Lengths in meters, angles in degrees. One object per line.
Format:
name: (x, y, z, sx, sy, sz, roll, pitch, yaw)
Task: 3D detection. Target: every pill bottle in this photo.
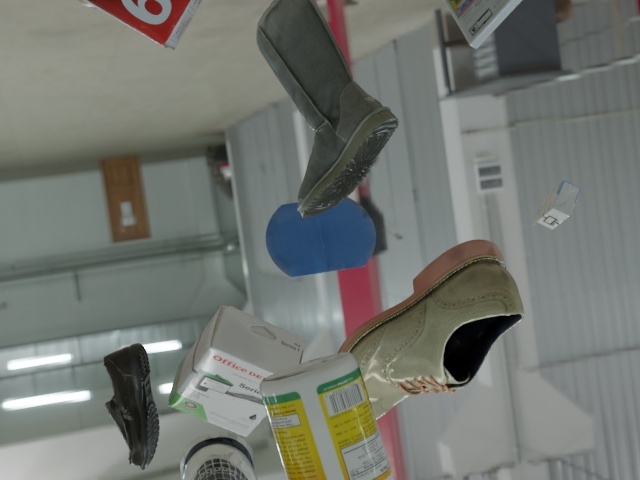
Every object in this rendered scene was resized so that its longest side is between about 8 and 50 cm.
pill bottle: (0.015, 0.242, 1.168, 0.118, 0.208, 0.117, -18, 180, 0)

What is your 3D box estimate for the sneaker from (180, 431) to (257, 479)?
sneaker: (-0.073, 0.289, 0.901, 0.090, 0.235, 0.095, -17, -166, -8)

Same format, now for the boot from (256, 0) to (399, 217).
boot: (-0.017, -0.157, 1.182, 0.076, 0.208, 0.189, -14, 149, -52)

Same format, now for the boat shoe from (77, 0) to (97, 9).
boat shoe: (-0.208, -0.434, 1.434, 0.324, 0.116, 0.097, -45, 146, 11)

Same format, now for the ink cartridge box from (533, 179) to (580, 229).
ink cartridge box: (0.338, -0.048, 1.481, 0.028, 0.048, 0.083, 27, 162, -1)

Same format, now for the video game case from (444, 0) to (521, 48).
video game case: (0.327, -0.488, 1.924, 0.023, 0.193, 0.212, 25, 121, -34)

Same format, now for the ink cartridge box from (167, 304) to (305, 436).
ink cartridge box: (-0.144, 0.224, 1.749, 0.160, 0.092, 0.219, 24, 138, -12)

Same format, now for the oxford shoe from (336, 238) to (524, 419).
oxford shoe: (0.141, 0.176, 1.528, 0.140, 0.146, 0.397, 14, 127, -36)

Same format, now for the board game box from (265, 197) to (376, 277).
board game box: (0.000, 0.000, 1.587, 0.169, 0.133, 0.033, -9, 148, -5)

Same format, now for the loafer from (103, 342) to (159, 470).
loafer: (-0.326, 0.284, 1.760, 0.078, 0.220, 0.080, -5, -175, 6)

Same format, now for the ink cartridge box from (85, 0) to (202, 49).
ink cartridge box: (-0.219, -0.426, 1.212, 0.272, 0.309, 0.130, 30, -174, -6)
